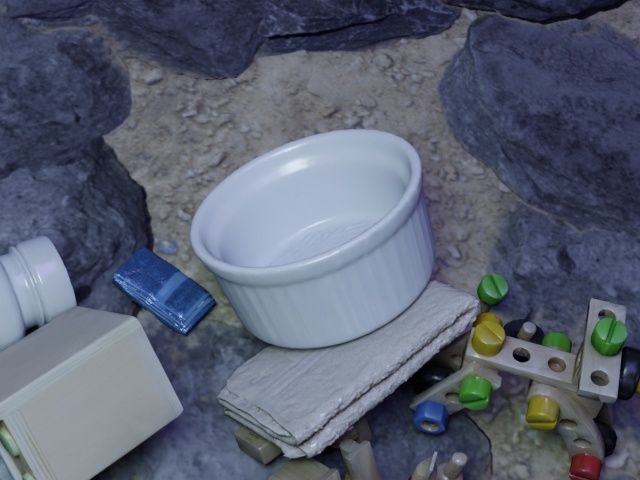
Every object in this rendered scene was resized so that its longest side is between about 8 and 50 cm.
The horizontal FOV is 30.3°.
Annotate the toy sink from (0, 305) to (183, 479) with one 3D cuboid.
[{"bbox_3d":[-0.288,0.186,1.226,0.234,0.153,0.131,-34,110,-30],"label":"toy sink"}]

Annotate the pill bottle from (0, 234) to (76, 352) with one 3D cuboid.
[{"bbox_3d":[-0.396,0.079,1.308,0.229,0.131,0.131,-22,64,-23],"label":"pill bottle"}]

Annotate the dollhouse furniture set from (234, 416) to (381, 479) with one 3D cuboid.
[{"bbox_3d":[-0.004,0.265,1.329,0.144,0.123,0.151,-34,35,-28],"label":"dollhouse furniture set"}]

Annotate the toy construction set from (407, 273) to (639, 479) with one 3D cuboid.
[{"bbox_3d":[0.218,0.170,1.307,0.257,0.237,0.309,40,59,15],"label":"toy construction set"}]

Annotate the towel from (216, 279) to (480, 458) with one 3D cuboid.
[{"bbox_3d":[0.031,0.130,1.339,0.282,0.049,0.187,-36,29,-21],"label":"towel"}]

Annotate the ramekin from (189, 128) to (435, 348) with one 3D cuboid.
[{"bbox_3d":[0.000,0.000,1.373,0.277,0.135,0.277,-15,32,10],"label":"ramekin"}]

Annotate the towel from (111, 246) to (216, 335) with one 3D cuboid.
[{"bbox_3d":[-0.189,0.059,1.424,0.119,0.029,0.067,35,57,12],"label":"towel"}]
